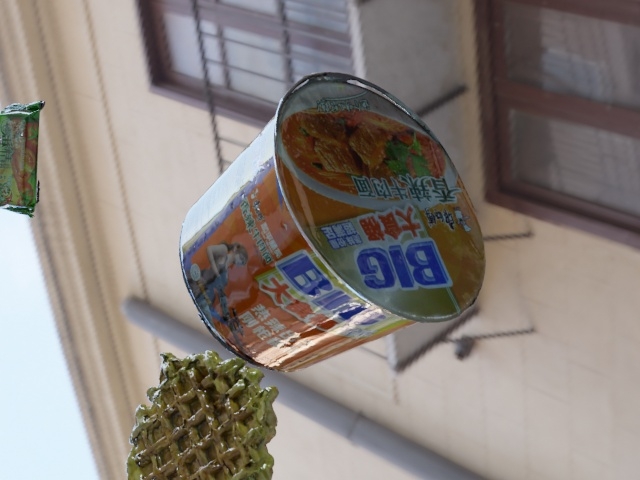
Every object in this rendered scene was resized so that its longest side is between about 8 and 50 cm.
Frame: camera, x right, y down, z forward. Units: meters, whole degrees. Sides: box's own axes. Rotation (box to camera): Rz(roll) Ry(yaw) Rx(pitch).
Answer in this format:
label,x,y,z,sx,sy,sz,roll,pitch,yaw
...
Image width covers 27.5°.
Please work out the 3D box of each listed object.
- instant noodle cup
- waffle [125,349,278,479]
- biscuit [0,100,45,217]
label,x,y,z,sx,sy,sz,roll,pitch,yaw
instant noodle cup,0.000,0.000,1.388,0.296,0.214,0.296,27,-135,-31
waffle,-0.158,0.267,1.720,0.052,0.254,0.245,20,-101,-50
biscuit,-0.231,-0.062,0.999,0.016,0.046,0.089,-1,-86,-53
